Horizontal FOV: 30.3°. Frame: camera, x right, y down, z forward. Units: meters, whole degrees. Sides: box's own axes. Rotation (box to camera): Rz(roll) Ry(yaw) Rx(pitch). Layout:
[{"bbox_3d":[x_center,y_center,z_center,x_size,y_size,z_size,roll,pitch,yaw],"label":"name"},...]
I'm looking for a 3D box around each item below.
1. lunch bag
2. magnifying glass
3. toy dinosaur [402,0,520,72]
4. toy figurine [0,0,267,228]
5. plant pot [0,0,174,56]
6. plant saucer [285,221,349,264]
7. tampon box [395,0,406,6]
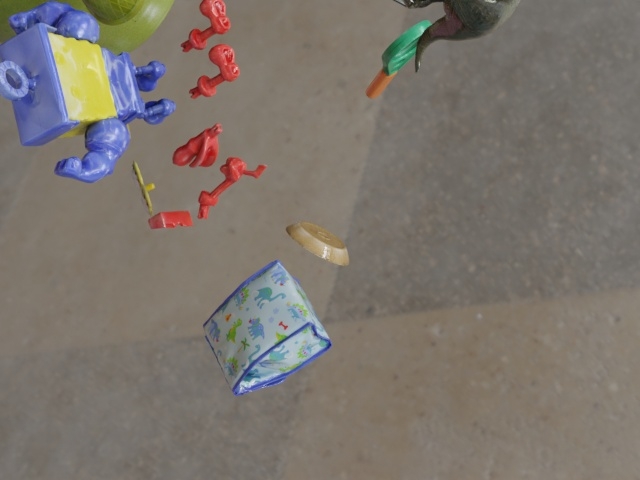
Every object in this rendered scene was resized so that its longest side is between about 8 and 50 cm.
[{"bbox_3d":[-0.079,0.127,1.628,0.151,0.096,0.129,-34,51,4],"label":"lunch bag"},{"bbox_3d":[0.120,-0.288,1.910,0.092,0.026,0.231,-33,-8,-23],"label":"magnifying glass"},{"bbox_3d":[0.193,-0.328,1.465,0.121,0.160,0.313,-66,-3,-64],"label":"toy dinosaur"},{"bbox_3d":[-0.227,-0.188,1.172,0.191,0.217,0.362,-21,81,40],"label":"toy figurine"},{"bbox_3d":[-0.369,-0.392,1.491,0.366,0.353,0.366,-10,71,30],"label":"plant pot"},{"bbox_3d":[0.000,0.000,1.349,0.015,0.083,0.083,-60,36,13],"label":"plant saucer"},{"bbox_3d":[0.132,-0.503,1.995,0.101,0.120,0.161,-34,45,46],"label":"tampon box"}]
